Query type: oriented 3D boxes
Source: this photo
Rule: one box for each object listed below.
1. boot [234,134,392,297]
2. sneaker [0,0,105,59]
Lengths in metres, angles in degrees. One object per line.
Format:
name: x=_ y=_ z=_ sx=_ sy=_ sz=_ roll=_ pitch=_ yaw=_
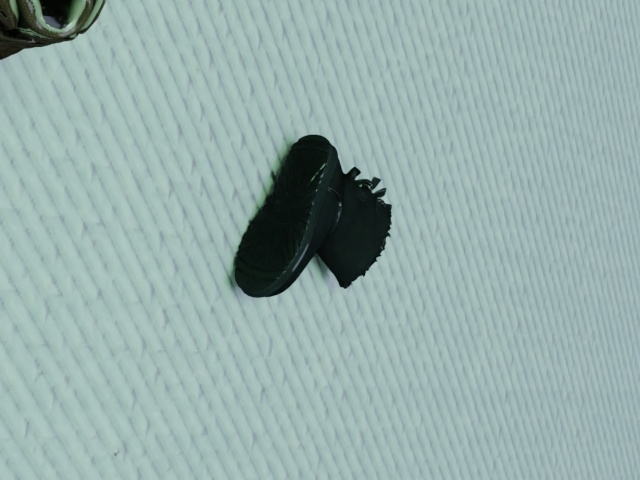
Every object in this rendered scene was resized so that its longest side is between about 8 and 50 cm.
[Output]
boot: x=-0.001 y=0.000 z=0.847 sx=0.099 sy=0.045 sz=0.121 roll=48 pitch=59 yaw=-51
sneaker: x=-0.127 y=-0.107 z=0.539 sx=0.066 sy=0.188 sz=0.071 roll=-2 pitch=71 yaw=-26
